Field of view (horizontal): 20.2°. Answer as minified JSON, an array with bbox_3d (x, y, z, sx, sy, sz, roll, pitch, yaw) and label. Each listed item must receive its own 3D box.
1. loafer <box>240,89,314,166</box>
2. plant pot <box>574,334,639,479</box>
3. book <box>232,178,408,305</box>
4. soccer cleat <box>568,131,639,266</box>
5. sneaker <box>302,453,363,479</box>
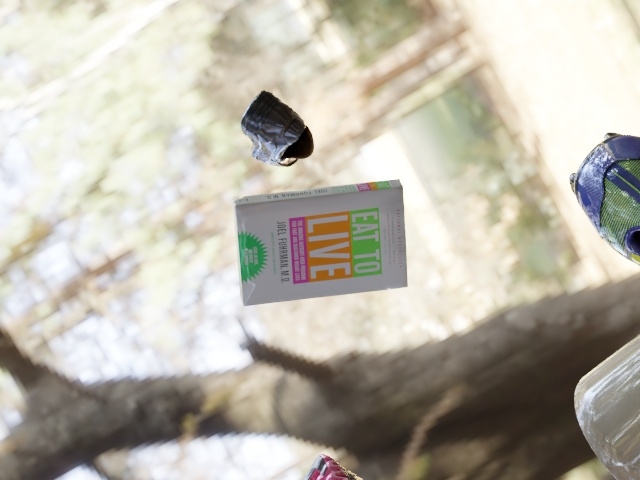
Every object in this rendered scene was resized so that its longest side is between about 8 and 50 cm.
[{"bbox_3d":[-0.036,-0.102,1.863,0.061,0.062,0.170,33,178,13],"label":"loafer"},{"bbox_3d":[0.505,0.176,2.265,0.256,0.274,0.256,27,-148,-18],"label":"plant pot"},{"bbox_3d":[0.000,0.000,1.540,0.035,0.144,0.096,-112,16,-62],"label":"book"},{"bbox_3d":[0.301,0.018,1.367,0.289,0.093,0.121,32,-170,-37],"label":"soccer cleat"},{"bbox_3d":[0.027,0.190,1.239,0.057,0.047,0.119,30,-168,-24],"label":"sneaker"}]
